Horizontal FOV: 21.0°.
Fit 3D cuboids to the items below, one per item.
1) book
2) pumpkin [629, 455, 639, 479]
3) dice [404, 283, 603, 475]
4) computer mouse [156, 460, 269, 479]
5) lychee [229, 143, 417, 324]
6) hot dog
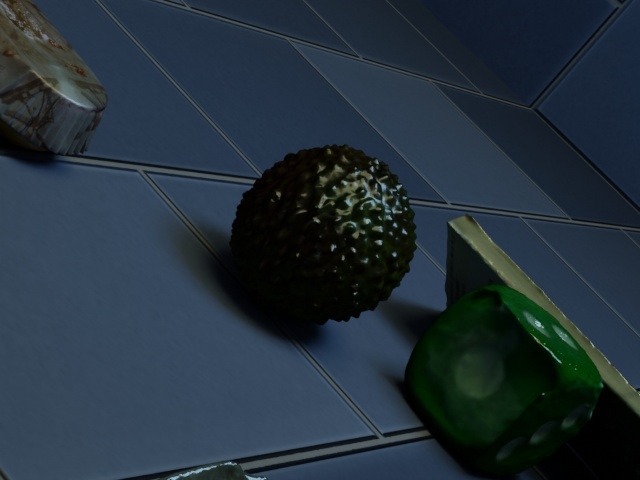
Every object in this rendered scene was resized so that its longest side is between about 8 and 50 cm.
[{"bbox_3d":[0.223,0.120,1.680,0.289,0.026,0.201,47,-17,25],"label":"book"},{"bbox_3d":[0.369,0.250,1.515,0.220,0.220,0.162,31,5,-29],"label":"pumpkin"},{"bbox_3d":[0.164,0.125,1.540,0.120,0.128,0.131,20,25,-54],"label":"dice"},{"bbox_3d":[-0.083,0.232,0.767,0.199,0.115,0.389,54,31,10],"label":"computer mouse"},{"bbox_3d":[0.000,0.000,1.476,0.171,0.171,0.171,37,17,-13],"label":"lychee"},{"bbox_3d":[-0.280,-0.171,1.416,0.144,0.075,0.268,5,42,-56],"label":"hot dog"}]
